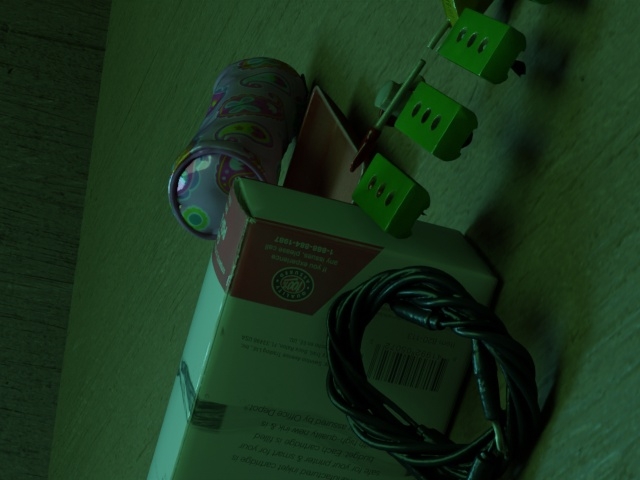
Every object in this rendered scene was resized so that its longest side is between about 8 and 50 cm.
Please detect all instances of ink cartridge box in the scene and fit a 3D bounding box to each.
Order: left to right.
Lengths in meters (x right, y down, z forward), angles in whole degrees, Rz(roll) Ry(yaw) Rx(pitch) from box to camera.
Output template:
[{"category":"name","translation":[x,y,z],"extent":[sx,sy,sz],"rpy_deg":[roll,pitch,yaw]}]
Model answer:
[{"category":"ink cartridge box","translation":[-0.008,0.116,1.253],"extent":[0.117,0.207,0.283],"rpy_deg":[-117,42,-68]}]

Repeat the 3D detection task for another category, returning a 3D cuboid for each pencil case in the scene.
[{"category":"pencil case","translation":[-0.086,-0.108,1.750],"extent":[0.284,0.124,0.124],"rpy_deg":[-73,4,-62]}]

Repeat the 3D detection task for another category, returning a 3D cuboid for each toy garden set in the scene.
[{"category":"toy garden set","translation":[0.108,-0.126,1.248],"extent":[0.244,0.049,0.204],"rpy_deg":[-59,19,7]}]

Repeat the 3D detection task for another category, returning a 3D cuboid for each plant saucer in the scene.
[{"category":"plant saucer","translation":[0.000,0.000,1.604],"extent":[0.259,0.047,0.258],"rpy_deg":[-114,40,-65]}]

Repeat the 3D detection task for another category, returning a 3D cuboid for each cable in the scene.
[{"category":"cable","translation":[0.072,0.093,1.116],"extent":[0.184,0.047,0.151],"rpy_deg":[44,130,27]}]
